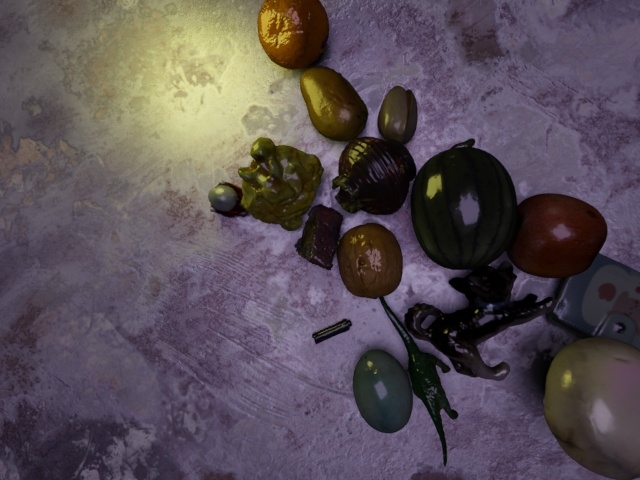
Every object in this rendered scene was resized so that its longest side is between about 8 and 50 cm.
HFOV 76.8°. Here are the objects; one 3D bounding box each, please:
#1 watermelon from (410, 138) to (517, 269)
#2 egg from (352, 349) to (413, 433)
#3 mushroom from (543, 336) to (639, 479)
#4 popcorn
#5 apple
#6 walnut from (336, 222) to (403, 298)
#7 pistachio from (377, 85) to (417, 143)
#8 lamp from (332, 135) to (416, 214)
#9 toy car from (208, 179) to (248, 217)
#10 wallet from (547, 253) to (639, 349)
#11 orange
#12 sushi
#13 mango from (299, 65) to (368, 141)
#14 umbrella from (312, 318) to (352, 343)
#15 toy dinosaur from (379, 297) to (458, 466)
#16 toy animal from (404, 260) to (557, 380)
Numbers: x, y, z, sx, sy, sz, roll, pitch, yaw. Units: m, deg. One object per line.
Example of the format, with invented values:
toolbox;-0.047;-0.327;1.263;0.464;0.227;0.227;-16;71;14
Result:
watermelon;0.386;-0.100;1.105;0.279;0.279;0.359;-6;81;8
egg;0.180;0.437;1.178;0.169;0.169;0.236;-18;89;7
mushroom;0.715;0.389;0.990;0.315;0.356;0.315;10;106;39
popcorn;-0.129;-0.162;1.205;0.242;0.235;0.250;18;104;-10
apple;0.630;-0.012;1.080;0.254;0.253;0.253;0;89;8
walnut;0.143;0.061;1.185;0.193;0.193;0.225;-1;91;8
pistachio;0.234;-0.369;1.205;0.124;0.124;0.185;6;88;8
lamp;0.146;-0.179;1.163;0.247;0.247;0.247;0;89;8
toy car;-0.295;-0.130;1.279;0.139;0.112;0.112;19;91;8
wallet;0.847;0.201;1.139;0.360;0.083;0.252;27;88;8
orange;-0.080;-0.634;1.215;0.219;0.193;0.219;7;134;7
sushi;0.007;-0.019;1.181;0.107;0.241;0.161;20;97;-13
mango;0.035;-0.421;1.233;0.167;0.130;0.262;-31;79;11
umbrella;0.037;0.287;1.271;0.133;0.031;0.036;-25;112;6
toy dinosaur;0.264;0.352;1.129;0.087;0.447;0.301;-34;116;24
toy animal;0.430;0.198;1.138;0.303;0.194;0.344;35;88;1
